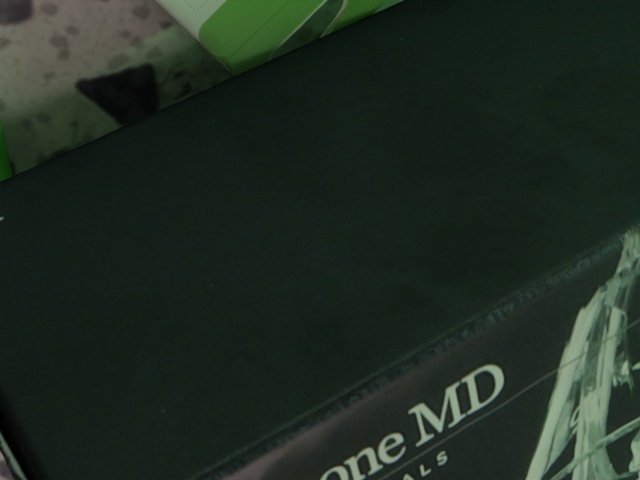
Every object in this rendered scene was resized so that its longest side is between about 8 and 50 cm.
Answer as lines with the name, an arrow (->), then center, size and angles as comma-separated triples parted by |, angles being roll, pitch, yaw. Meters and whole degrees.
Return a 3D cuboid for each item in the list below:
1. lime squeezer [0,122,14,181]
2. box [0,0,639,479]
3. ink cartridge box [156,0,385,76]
lime squeezer -> -0.152, 0.044, 0.739 | 0.110, 0.059, 0.310 | -42, 132, 5
box -> 0.084, 0.129, 0.664 | 0.480, 0.297, 0.471 | -28, 127, -18
ink cartridge box -> -0.063, -0.184, 0.614 | 0.109, 0.062, 0.209 | -44, 133, 6
